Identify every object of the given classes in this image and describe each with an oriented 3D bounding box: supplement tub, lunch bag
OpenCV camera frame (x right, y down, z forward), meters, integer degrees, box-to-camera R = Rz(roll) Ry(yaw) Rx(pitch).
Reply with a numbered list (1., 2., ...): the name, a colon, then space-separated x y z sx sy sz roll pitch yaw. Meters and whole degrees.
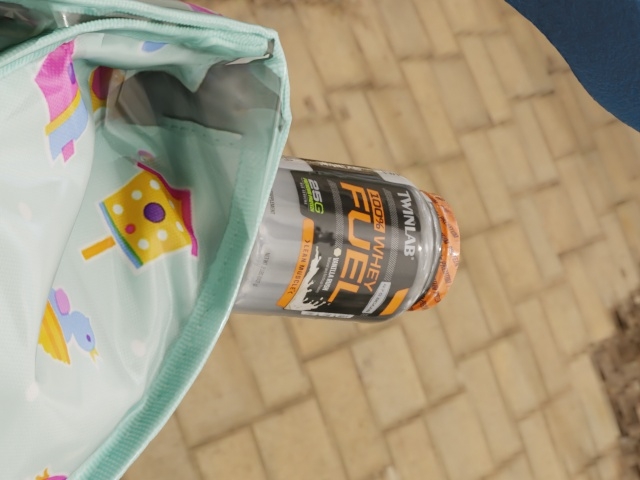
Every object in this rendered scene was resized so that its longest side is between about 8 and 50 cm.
1. supplement tub: 0.000 0.000 1.120 0.190 0.117 0.117 5 64 -32
2. lunch bag: -0.159 0.001 0.408 0.262 0.223 0.160 -51 138 -36

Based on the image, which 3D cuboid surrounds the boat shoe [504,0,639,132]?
1. boat shoe: 0.198 -0.173 1.051 0.258 0.109 0.089 46 45 -6
